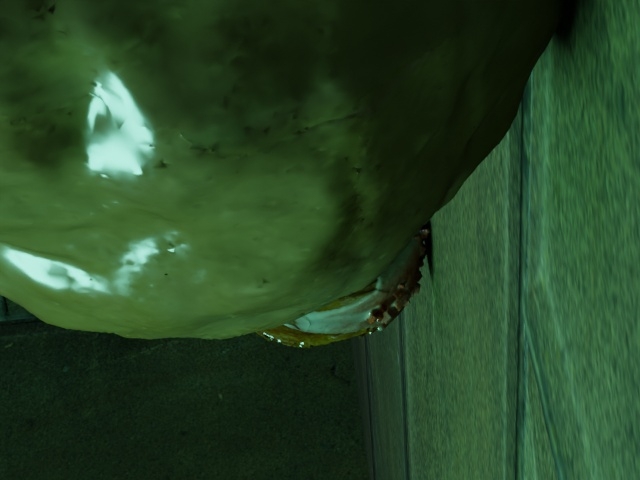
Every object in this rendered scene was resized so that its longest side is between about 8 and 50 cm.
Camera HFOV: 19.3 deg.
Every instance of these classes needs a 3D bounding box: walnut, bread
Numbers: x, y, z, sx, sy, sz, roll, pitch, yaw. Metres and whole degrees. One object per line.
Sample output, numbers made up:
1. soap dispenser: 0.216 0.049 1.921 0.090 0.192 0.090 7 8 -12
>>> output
1. walnut: -0.085 -0.129 0.635 0.383 0.383 0.384 174 90 -89
2. bread: 0.000 0.000 1.366 0.073 0.160 0.160 95 171 -49
